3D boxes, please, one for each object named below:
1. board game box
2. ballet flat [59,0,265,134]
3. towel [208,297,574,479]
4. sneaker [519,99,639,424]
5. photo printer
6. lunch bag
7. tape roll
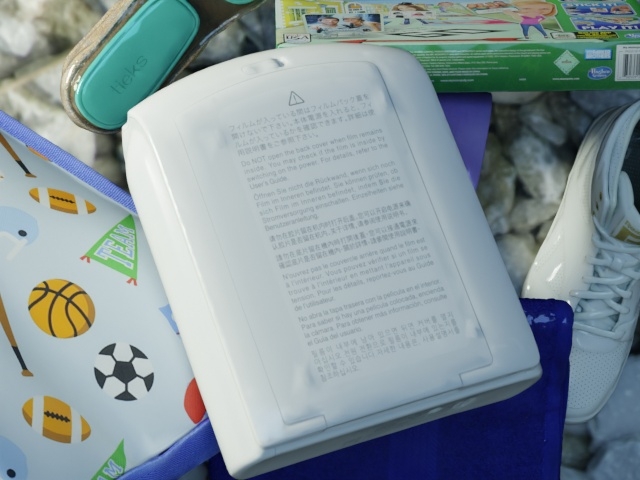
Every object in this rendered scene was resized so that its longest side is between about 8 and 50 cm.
[{"bbox_3d":[0.119,-0.176,1.627,0.317,0.213,0.046,-1,112,-2],"label":"board game box"},{"bbox_3d":[-0.115,-0.226,1.675,0.316,0.106,0.107,-42,111,-2],"label":"ballet flat"},{"bbox_3d":[0.057,0.141,1.621,0.308,0.076,0.227,0,118,-2],"label":"towel"},{"bbox_3d":[0.244,0.015,1.632,0.108,0.169,0.292,13,86,-2],"label":"sneaker"},{"bbox_3d":[0.000,0.000,1.433,0.256,0.107,0.307,-16,74,-21],"label":"photo printer"},{"bbox_3d":[-0.264,0.093,1.471,0.385,0.328,0.239,28,128,24],"label":"lunch bag"},{"bbox_3d":[0.087,-0.043,1.623,0.080,0.189,0.189,13,84,-1],"label":"tape roll"}]
